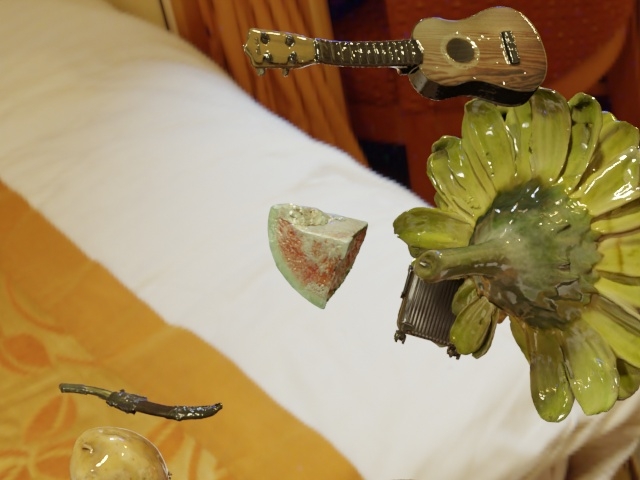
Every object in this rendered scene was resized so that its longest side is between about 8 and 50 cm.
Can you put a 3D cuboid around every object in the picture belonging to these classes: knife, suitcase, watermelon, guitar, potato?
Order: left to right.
[{"bbox_3d":[-0.235,0.289,1.508,0.109,0.178,0.118,-38,52,-13],"label":"potato"},{"bbox_3d":[-0.228,0.200,1.534,0.222,0.021,0.045,5,27,19],"label":"knife"},{"bbox_3d":[0.000,0.000,0.930,0.085,0.085,0.061,-43,15,-33],"label":"watermelon"},{"bbox_3d":[0.060,-0.149,1.032,0.271,0.038,0.084,-4,65,-23],"label":"guitar"},{"bbox_3d":[0.131,0.059,1.368,0.086,0.126,0.059,16,1,0],"label":"suitcase"}]

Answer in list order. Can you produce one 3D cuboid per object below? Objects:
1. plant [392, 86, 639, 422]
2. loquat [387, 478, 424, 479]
[{"bbox_3d":[0.211,-0.008,1.168,0.261,0.297,0.306,-38,65,-2],"label":"plant"},{"bbox_3d":[0.116,0.359,1.417,0.234,0.187,0.176,22,7,-8],"label":"loquat"}]
